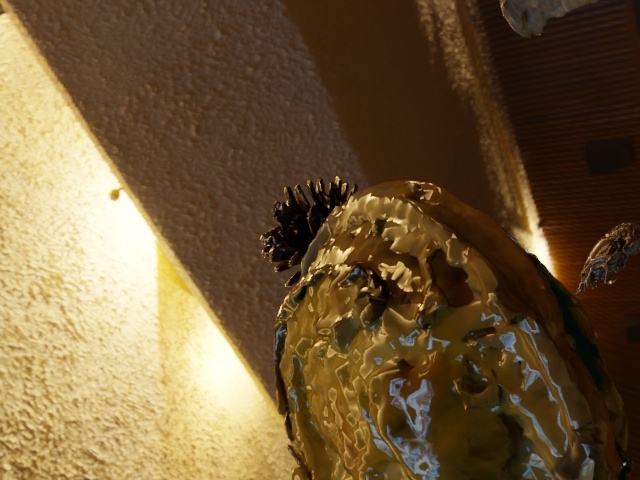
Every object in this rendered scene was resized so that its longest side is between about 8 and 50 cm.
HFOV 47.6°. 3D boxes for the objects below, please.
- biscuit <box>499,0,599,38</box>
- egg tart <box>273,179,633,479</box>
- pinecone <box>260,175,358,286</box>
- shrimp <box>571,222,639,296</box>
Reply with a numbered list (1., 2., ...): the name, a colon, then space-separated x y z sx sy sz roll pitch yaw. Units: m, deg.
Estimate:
1. biscuit: 0.257 -0.330 0.650 0.084 0.281 0.179 9 -127 -43
2. egg tart: 0.047 0.105 0.434 0.107 0.291 0.290 -15 -71 -29
3. pinecone: 0.001 -0.002 0.760 0.121 0.140 0.140 21 -100 -4
4. shrimp: 0.463 0.039 1.177 0.057 0.065 0.165 3 -56 -39
